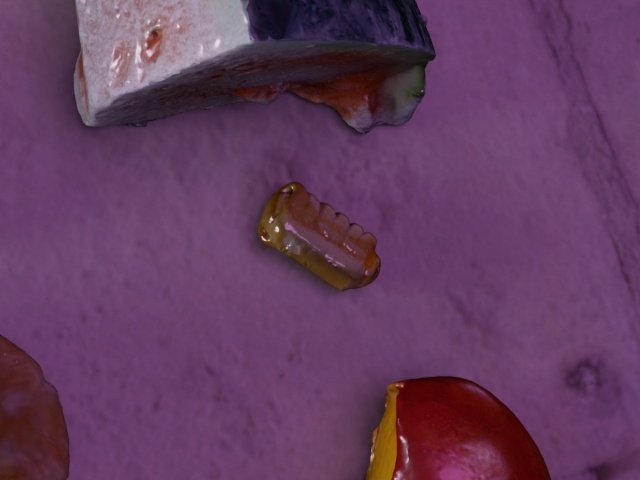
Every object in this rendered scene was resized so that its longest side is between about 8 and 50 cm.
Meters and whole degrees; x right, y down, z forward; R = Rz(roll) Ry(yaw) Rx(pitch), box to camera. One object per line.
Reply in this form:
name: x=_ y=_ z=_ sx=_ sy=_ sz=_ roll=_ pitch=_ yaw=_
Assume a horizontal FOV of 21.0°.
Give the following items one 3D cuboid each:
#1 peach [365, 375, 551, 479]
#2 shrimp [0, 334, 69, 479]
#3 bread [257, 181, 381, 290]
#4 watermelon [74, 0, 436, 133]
peach: x=0.090 y=0.155 z=1.100 sx=0.151 sy=0.151 sz=0.118 roll=25 pitch=117 yaw=-14
shrimp: x=-0.297 y=0.116 z=0.983 sx=0.317 sy=0.077 sz=0.168 roll=6 pitch=80 yaw=-22
bread: x=0.000 y=0.000 z=1.132 sx=0.088 sy=0.033 sz=0.049 roll=31 pitch=57 yaw=-16
watermelon: x=-0.059 y=-0.128 z=1.056 sx=0.320 sy=0.289 sz=0.214 roll=40 pitch=99 yaw=-22
